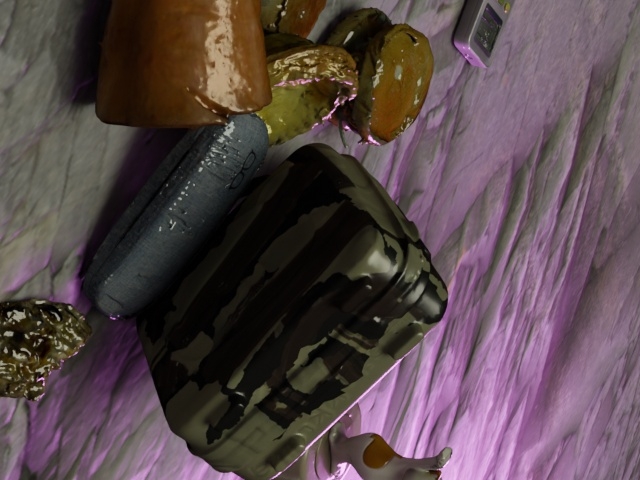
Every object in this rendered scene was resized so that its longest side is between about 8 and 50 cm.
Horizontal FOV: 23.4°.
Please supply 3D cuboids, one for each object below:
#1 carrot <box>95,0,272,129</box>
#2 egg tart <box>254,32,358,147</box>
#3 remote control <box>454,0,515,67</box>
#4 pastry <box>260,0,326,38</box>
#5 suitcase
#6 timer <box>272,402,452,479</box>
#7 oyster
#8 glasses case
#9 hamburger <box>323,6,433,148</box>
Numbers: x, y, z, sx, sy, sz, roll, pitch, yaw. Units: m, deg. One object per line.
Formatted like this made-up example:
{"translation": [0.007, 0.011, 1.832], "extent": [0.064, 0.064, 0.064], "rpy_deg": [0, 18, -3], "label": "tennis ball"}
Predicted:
{"translation": [-0.147, -0.256, 1.592], "extent": [0.196, 0.196, 0.254], "rpy_deg": [-24, 117, -53], "label": "carrot"}
{"translation": [-0.059, -0.176, 1.798], "extent": [0.212, 0.090, 0.212], "rpy_deg": [-21, 159, -8], "label": "egg tart"}
{"translation": [0.270, -0.391, 2.346], "extent": [0.103, 0.034, 0.250], "rpy_deg": [36, 74, -58], "label": "remote control"}
{"translation": [-0.042, -0.299, 1.827], "extent": [0.153, 0.081, 0.153], "rpy_deg": [-30, 126, -53], "label": "pastry"}
{"translation": [-0.040, 0.065, 1.766], "extent": [0.351, 0.339, 0.194], "rpy_deg": [-44, 126, 10], "label": "suitcase"}
{"translation": [0.064, 0.301, 2.118], "extent": [0.175, 0.266, 0.175], "rpy_deg": [-33, 131, -48], "label": "timer"}
{"translation": [-0.310, 0.116, 1.625], "extent": [0.177, 0.056, 0.105], "rpy_deg": [-7, 103, -53], "label": "oyster"}
{"translation": [-0.160, -0.032, 1.720], "extent": [0.282, 0.067, 0.109], "rpy_deg": [-53, 148, 3], "label": "glasses case"}
{"translation": [0.060, -0.210, 2.025], "extent": [0.185, 0.113, 0.177], "rpy_deg": [-64, 155, 0], "label": "hamburger"}
